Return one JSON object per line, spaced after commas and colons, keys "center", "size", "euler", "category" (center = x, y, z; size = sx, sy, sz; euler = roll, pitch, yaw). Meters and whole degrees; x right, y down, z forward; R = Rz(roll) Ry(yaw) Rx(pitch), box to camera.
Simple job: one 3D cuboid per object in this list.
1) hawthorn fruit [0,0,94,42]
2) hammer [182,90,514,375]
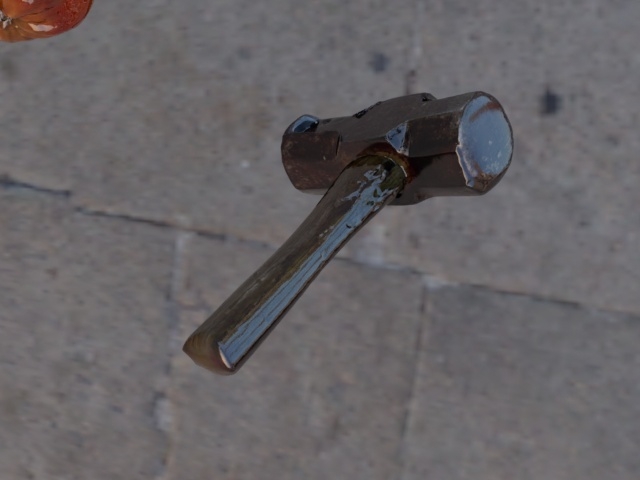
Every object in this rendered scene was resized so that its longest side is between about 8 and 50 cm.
{"center": [-0.212, -0.203, 1.409], "size": [0.125, 0.125, 0.140], "euler": [58, 48, -22], "category": "hawthorn fruit"}
{"center": [0.000, 0.000, 1.878], "size": [0.409, 0.242, 0.095], "euler": [-49, 123, -39], "category": "hammer"}
